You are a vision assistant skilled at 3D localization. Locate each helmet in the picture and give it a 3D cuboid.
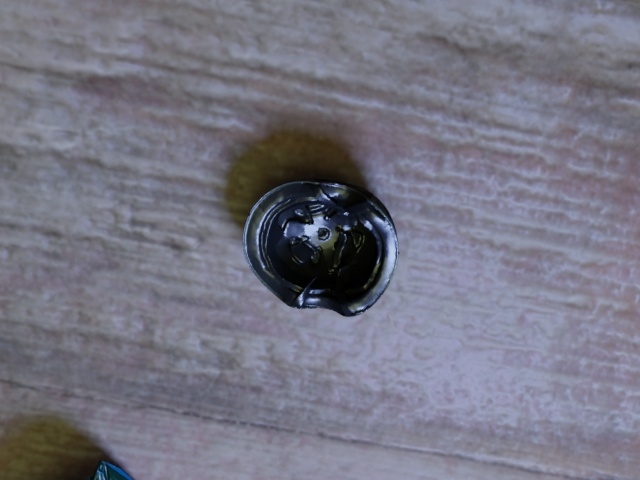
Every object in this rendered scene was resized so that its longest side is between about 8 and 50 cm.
[{"bbox_3d":[0.011,-0.002,1.533,0.177,0.107,0.153,16,110,14],"label":"helmet"}]

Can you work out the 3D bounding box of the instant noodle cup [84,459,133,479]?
[{"bbox_3d":[-0.298,0.406,1.590,0.178,0.240,0.240,-20,106,12],"label":"instant noodle cup"}]
